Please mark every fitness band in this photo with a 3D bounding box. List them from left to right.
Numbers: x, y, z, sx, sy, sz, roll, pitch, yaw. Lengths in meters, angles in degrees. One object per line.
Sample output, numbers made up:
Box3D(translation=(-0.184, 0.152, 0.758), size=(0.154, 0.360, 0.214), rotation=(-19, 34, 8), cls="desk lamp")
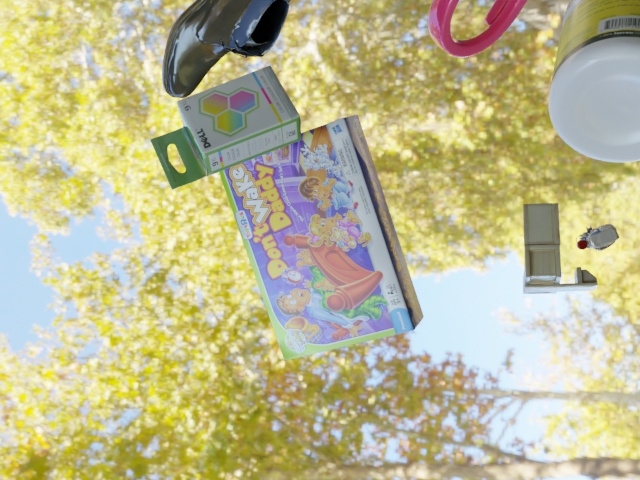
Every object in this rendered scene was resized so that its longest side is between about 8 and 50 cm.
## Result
Box3D(translation=(0.318, -0.480, 1.495), size=(0.209, 0.054, 0.291), rotation=(-2, -49, -45), cls="fitness band")

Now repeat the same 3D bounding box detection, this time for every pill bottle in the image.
Box3D(translation=(0.442, -0.281, 1.149), size=(0.188, 0.188, 0.334), rotation=(63, -144, -35), cls="pill bottle")

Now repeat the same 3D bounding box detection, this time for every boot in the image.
Box3D(translation=(-0.123, -0.253, 1.004), size=(0.082, 0.106, 0.219), rotation=(0, -50, -51), cls="boot")

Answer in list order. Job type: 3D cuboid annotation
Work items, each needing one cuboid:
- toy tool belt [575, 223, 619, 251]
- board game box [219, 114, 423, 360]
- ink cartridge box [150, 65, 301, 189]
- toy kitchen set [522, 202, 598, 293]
Box3D(translation=(0.527, -0.004, 1.528), size=(0.051, 0.083, 0.052), rotation=(-96, -15, -86), cls="toy tool belt")
Box3D(translation=(0.000, 0.000, 1.288), size=(0.078, 0.233, 0.347), rotation=(-32, -76, -67), cls="board game box")
Box3D(translation=(-0.144, -0.167, 1.169), size=(0.062, 0.209, 0.109), rotation=(86, 159, -60), cls="ink cartridge box")
Box3D(translation=(0.234, 0.011, 0.782), size=(0.083, 0.068, 0.075), rotation=(51, -141, -71), cls="toy kitchen set")
